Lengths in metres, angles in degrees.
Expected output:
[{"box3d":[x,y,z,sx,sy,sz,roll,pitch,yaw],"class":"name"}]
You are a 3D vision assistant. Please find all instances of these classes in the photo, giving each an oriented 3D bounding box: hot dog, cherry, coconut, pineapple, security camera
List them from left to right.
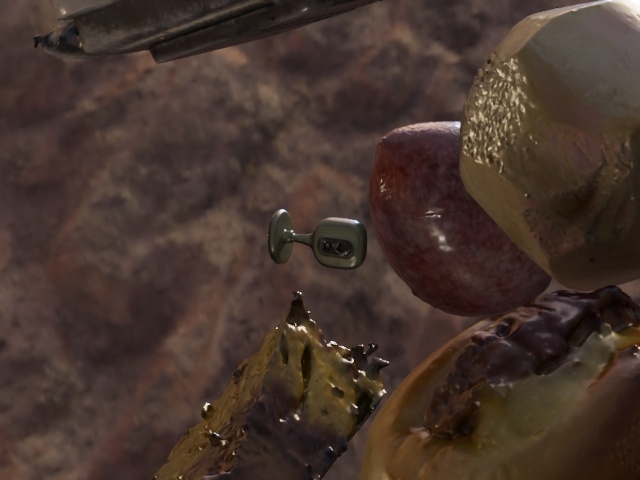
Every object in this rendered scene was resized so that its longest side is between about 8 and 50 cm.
[{"box3d":[-0.058,0.144,0.958,0.079,0.135,0.233,38,-134,1],"class":"pineapple"},{"box3d":[0.000,0.000,1.719,0.092,0.058,0.058,2,-134,22],"class":"security camera"},{"box3d":[0.138,-0.030,1.762,0.192,0.250,0.175,-16,-135,38],"class":"cherry"},{"box3d":[0.232,-0.071,1.400,0.241,0.241,0.241,-8,-136,7],"class":"coconut"},{"box3d":[0.221,0.157,1.278,0.185,0.405,0.223,24,-90,46],"class":"hot dog"}]

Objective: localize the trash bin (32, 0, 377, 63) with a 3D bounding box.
[{"box3d":[-0.089,-0.324,1.260,0.296,0.367,0.256,-13,-174,38],"class":"trash bin"}]
